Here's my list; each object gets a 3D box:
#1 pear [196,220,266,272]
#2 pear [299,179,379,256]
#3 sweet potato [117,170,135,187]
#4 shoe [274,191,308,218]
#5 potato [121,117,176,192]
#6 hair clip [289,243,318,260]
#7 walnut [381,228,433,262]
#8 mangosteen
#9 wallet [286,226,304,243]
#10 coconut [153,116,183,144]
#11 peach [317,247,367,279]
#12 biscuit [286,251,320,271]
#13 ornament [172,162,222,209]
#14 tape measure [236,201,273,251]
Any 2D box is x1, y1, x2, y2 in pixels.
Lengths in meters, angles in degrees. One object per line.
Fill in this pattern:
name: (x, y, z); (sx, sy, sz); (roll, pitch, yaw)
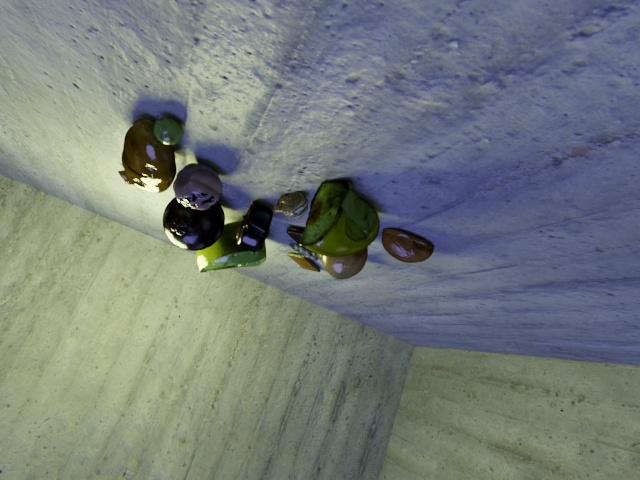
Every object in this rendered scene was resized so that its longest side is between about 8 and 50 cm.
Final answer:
pear: (-0.411, 0.012, 2.054); (0.343, 0.238, 0.318); (-5, 162, -37)
pear: (0.085, -0.037, 1.364); (0.164, 0.238, 0.256); (-7, 147, 44)
sweet potato: (-0.857, -0.274, 1.977); (0.206, 0.067, 0.060); (24, -172, -30)
shoe: (-0.095, -0.120, 1.560); (0.092, 0.088, 0.180); (32, 162, -30)
potato: (-0.607, -0.298, 1.494); (0.177, 0.195, 0.369); (-12, 167, -27)
hair clip: (-0.083, 0.049, 2.148); (0.196, 0.052, 0.124); (12, 153, 49)
walnut: (0.316, 0.035, 1.580); (0.212, 0.086, 0.167); (23, 166, -9)
mangosteen: (-0.563, -0.092, 1.892); (0.289, 0.287, 0.288); (18, 163, 6)
wallet: (0.000, 0.000, 1.895); (0.310, 0.042, 0.165); (11, 162, 27)
coconut: (-0.476, -0.341, 1.320); (0.088, 0.087, 0.096); (8, 151, 35)
peach: (0.099, 0.031, 1.633); (0.233, 0.232, 0.232); (18, 163, 6)
biscuit: (-0.093, 0.124, 2.399); (0.131, 0.025, 0.231); (11, 161, 29)
ornament: (-0.457, -0.199, 1.580); (0.178, 0.177, 0.177); (18, 163, 6)
tape measure: (-0.281, -0.054, 1.780); (0.135, 0.202, 0.223); (21, 168, -12)
